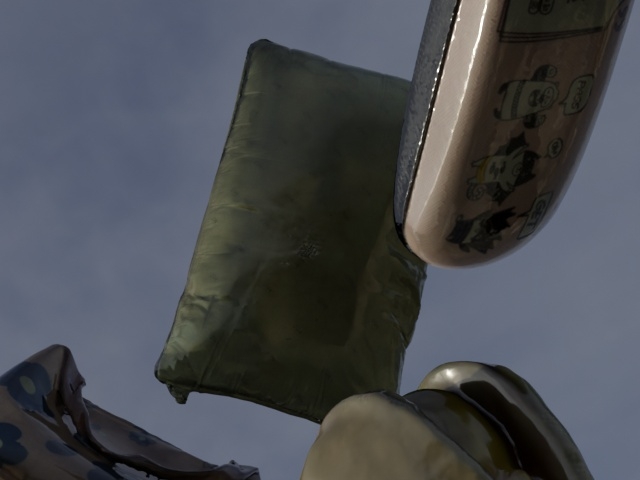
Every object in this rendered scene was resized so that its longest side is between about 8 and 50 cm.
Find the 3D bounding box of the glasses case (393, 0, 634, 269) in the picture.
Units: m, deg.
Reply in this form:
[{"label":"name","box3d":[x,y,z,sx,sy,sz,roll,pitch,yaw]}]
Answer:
[{"label":"glasses case","box3d":[0.119,-0.118,1.009,0.122,0.075,0.314,-13,-51,-36]}]

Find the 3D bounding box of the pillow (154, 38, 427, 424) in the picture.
[{"label":"pillow","box3d":[0.000,0.000,1.280,0.075,0.185,0.302,115,170,-67]}]

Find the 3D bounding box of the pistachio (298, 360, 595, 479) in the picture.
[{"label":"pistachio","box3d":[0.090,0.206,0.891,0.166,0.288,0.197,-21,-2,-36]}]

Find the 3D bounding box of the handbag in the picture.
[{"label":"handbag","box3d":[-0.179,0.209,1.282,0.190,0.251,0.193,-59,-5,29]}]
